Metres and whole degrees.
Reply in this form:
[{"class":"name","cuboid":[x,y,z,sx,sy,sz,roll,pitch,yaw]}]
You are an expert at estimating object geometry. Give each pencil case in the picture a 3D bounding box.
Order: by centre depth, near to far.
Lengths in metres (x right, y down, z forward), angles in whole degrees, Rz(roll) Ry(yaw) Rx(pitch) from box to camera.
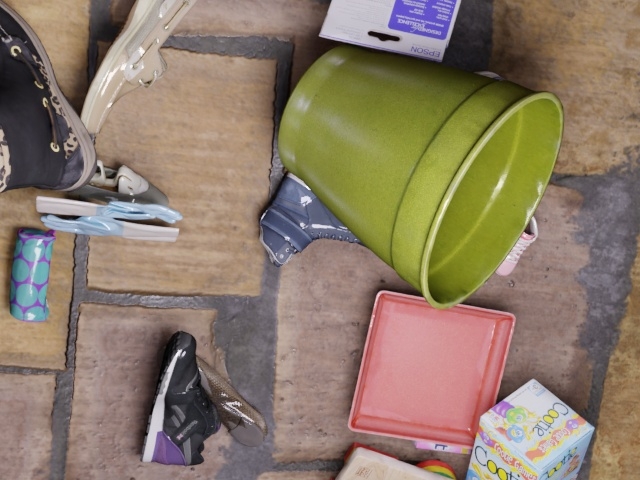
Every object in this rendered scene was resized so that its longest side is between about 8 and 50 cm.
[{"class":"pencil case","cuboid":[-0.482,0.057,1.796,0.070,0.064,0.152,-2,104,-49]}]

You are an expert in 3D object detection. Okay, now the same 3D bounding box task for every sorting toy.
[{"class":"sorting toy","cuboid":[0.125,0.486,1.950,0.255,0.089,0.257,22,120,-13]}]

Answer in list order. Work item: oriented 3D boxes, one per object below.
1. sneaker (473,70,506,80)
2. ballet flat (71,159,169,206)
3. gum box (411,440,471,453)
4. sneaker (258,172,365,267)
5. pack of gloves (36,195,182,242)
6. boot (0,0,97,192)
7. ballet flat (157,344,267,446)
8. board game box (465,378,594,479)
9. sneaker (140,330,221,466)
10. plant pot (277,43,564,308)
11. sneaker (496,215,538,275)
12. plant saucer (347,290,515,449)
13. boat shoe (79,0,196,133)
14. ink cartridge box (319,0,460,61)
[{"class":"sneaker","cuboid":[0.238,-0.155,1.858,0.112,0.131,0.296,21,98,-16]},{"class":"ballet flat","cuboid":[-0.353,-0.098,1.780,0.213,0.072,0.068,13,132,-11]},{"class":"gum box","cuboid":[0.238,0.292,1.981,0.107,0.062,0.188,9,99,-12]},{"class":"sneaker","cuboid":[-0.001,0.000,1.857,0.226,0.086,0.163,34,82,-6]},{"class":"pack of gloves","cuboid":[-0.343,-0.050,1.750,0.232,0.195,0.046,5,74,-12]},{"class":"boot","cuboid":[-0.515,-0.221,1.591,0.138,0.284,0.377,-31,91,20]},{"class":"ballet flat","cuboid":[-0.188,0.270,1.905,0.250,0.058,0.084,42,124,-10]},{"class":"board game box","cuboid":[0.361,0.407,1.905,0.144,0.142,0.275,-28,142,-30]},{"class":"sneaker","cuboid":[-0.224,0.274,1.840,0.124,0.107,0.283,13,125,-8]},{"class":"plant pot","cuboid":[0.135,-0.138,1.691,0.353,0.366,0.366,32,95,26]},{"class":"sneaker","cuboid":[0.354,0.006,1.943,0.051,0.070,0.134,15,99,-15]},{"class":"plant saucer","cuboid":[0.194,0.228,1.905,0.259,0.048,0.258,11,98,-10]},{"class":"boat shoe","cuboid":[-0.296,-0.296,1.741,0.098,0.109,0.302,29,89,-14]},{"class":"ink cartridge box","cuboid":[0.122,-0.384,1.749,0.206,0.045,0.208,14,65,9]}]
